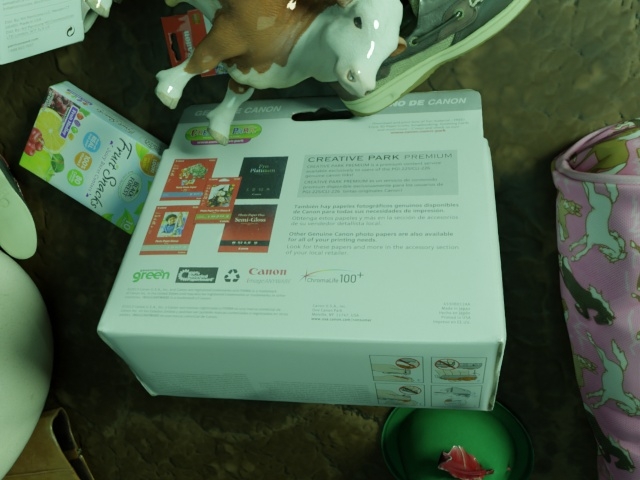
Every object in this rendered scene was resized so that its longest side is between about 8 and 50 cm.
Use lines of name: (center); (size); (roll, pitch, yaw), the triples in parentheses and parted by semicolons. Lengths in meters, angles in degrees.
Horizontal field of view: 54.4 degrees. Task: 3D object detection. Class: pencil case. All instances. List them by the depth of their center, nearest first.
pencil case: (0.322, 0.085, 0.565); (0.160, 0.167, 0.387); (-22, 111, -19)

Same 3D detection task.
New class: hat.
hat: (0.137, 0.273, 0.659); (0.173, 0.184, 0.208); (-41, 100, 23)

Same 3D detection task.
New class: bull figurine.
bull figurine: (-0.073, -0.201, 0.510); (0.188, 0.101, 0.310); (-40, 74, 15)

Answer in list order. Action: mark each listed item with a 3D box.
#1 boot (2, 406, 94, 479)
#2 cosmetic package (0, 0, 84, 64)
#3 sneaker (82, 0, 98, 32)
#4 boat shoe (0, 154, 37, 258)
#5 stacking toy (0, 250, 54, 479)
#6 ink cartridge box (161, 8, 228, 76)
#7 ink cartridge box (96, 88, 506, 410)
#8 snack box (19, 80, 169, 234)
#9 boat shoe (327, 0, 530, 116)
boot: (-0.439, 0.366, 0.879); (0.280, 0.096, 0.264); (-11, 102, 7)
cosmetic package: (-0.351, -0.339, 0.462); (0.377, 0.097, 0.285); (27, 128, 16)
sneaker: (-0.227, -0.259, 0.581); (0.070, 0.051, 0.134); (24, 118, -2)
boat shoe: (-0.355, -0.043, 0.701); (0.048, 0.042, 0.133); (-22, 108, -3)
stacking toy: (-0.594, 0.123, 0.714); (0.479, 0.350, 0.351); (13, 115, 25)
ink cartridge box: (-0.098, -0.191, 0.595); (0.115, 0.029, 0.063); (-5, 111, 12)
ink cartridge box: (0.000, 0.000, 0.577); (0.309, 0.272, 0.130); (0, 143, 11)
snack box: (-0.235, -0.087, 0.660); (0.141, 0.037, 0.100); (33, 115, -4)
boat shoe: (0.092, -0.194, 0.522); (0.223, 0.080, 0.073); (-36, 138, 25)
